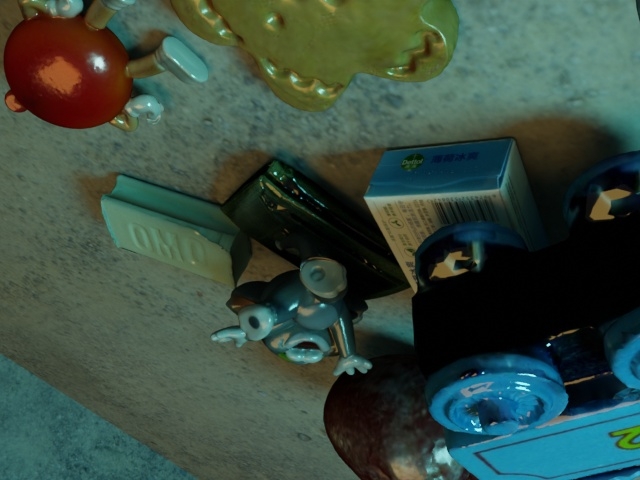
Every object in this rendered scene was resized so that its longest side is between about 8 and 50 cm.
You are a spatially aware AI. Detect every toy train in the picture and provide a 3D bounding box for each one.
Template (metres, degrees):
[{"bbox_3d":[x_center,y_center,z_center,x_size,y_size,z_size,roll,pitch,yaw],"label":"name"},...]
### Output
[{"bbox_3d":[0.238,0.085,0.556,0.300,0.188,0.265,-23,133,25],"label":"toy train"}]

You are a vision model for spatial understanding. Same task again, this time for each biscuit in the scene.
[{"bbox_3d":[0.010,-0.229,0.482,0.275,0.052,0.355,37,146,-16],"label":"biscuit"}]

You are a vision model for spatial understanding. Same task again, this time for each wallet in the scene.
[{"bbox_3d":[-0.001,0.002,0.811,0.236,0.055,0.160,36,153,-15],"label":"wallet"}]

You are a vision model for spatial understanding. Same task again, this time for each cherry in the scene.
[{"bbox_3d":[0.125,0.263,0.934,0.300,0.203,0.230,5,-178,40],"label":"cherry"}]

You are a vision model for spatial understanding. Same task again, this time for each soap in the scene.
[{"bbox_3d":[-0.198,-0.011,0.913,0.198,0.063,0.114,17,144,13],"label":"soap"}]

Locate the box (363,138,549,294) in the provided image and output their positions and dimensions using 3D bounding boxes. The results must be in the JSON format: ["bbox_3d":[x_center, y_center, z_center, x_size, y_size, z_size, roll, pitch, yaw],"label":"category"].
[{"bbox_3d":[0.149,-0.004,0.674,0.139,0.073,0.194,-1,138,34],"label":"box"}]

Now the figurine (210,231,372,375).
[{"bbox_3d":[-0.033,0.075,0.764,0.193,0.140,0.265,-2,145,-2],"label":"figurine"}]

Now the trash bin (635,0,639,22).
[{"bbox_3d":[0.246,-0.167,0.302,0.175,0.161,0.175,17,143,13],"label":"trash bin"}]

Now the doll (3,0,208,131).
[{"bbox_3d":[-0.244,-0.184,0.694,0.217,0.085,0.183,-24,126,29],"label":"doll"}]
